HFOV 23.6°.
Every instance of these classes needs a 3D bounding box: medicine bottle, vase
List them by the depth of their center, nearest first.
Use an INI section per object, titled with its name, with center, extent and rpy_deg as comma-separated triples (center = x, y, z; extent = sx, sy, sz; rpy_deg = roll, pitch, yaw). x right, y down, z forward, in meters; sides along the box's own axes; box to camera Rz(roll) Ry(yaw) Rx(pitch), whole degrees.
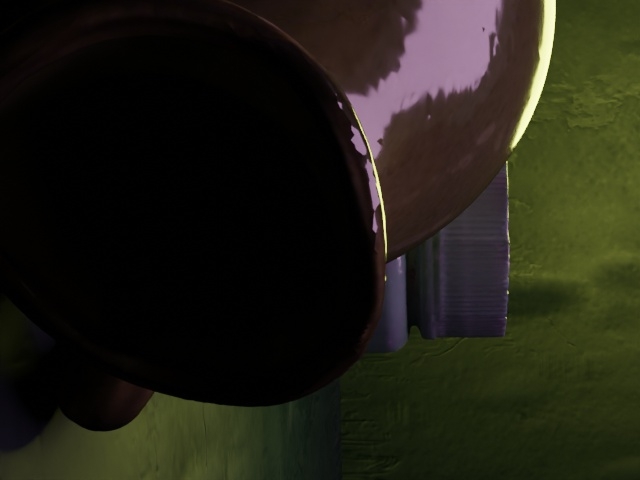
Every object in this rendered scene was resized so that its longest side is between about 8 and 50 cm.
[vase]
center = -0.046, -0.039, 0.680
extent = 0.329, 0.241, 0.302
rpy_deg = -61, -175, 43
[medicine bottle]
center = 0.000, 0.000, 0.940
extent = 0.139, 0.226, 0.139
rpy_deg = 0, 90, -85
